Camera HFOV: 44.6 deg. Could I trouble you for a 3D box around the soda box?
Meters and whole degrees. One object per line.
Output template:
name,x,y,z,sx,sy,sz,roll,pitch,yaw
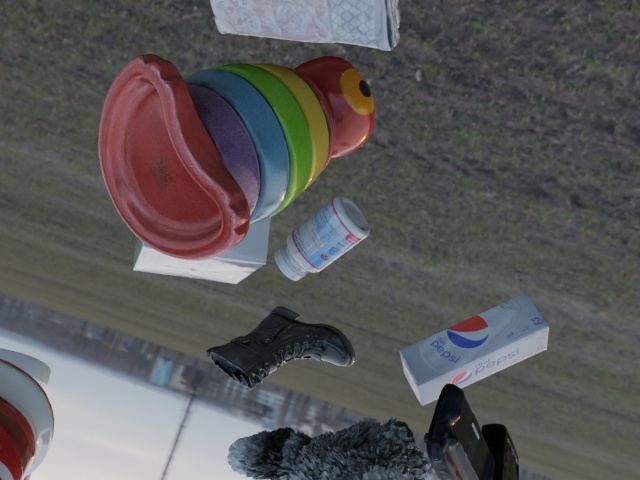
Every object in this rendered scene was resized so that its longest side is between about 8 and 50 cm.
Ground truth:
soda box,0.306,0.216,1.554,0.286,0.091,0.098,-24,142,-4

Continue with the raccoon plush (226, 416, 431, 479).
raccoon plush,-0.009,0.452,1.318,0.447,0.216,0.299,-13,180,23

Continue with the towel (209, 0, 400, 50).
towel,-0.043,-0.431,1.088,0.317,0.053,0.331,14,134,24

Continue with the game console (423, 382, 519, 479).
game console,0.210,0.311,1.039,0.044,0.213,0.361,-6,134,24

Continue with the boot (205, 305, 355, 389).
boot,-0.085,0.254,1.681,0.263,0.229,0.091,20,125,30

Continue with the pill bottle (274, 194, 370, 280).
pill bottle,0.000,0.000,1.353,0.160,0.087,0.087,-37,136,22

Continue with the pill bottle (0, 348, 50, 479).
pill bottle,-0.514,0.315,1.186,0.162,0.278,0.162,6,151,3

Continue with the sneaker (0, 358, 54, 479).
sneaker,-0.228,0.067,0.307,0.221,0.087,0.128,16,-169,-7

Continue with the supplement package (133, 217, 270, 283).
supplement package,-0.206,-0.048,1.347,0.198,0.199,0.263,8,167,-15

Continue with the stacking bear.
stacking bear,-0.054,-0.107,0.769,0.164,0.289,0.175,-26,93,48
